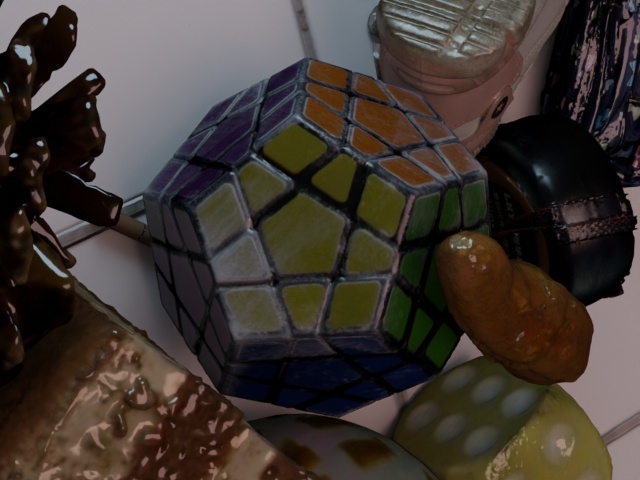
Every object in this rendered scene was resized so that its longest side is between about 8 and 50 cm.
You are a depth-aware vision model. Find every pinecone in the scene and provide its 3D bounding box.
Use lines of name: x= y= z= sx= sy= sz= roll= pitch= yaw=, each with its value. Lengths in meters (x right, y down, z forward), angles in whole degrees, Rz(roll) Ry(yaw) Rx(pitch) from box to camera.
pinecone: x=-0.324 y=-0.059 z=1.217 sx=0.397 sy=0.397 sz=0.398 roll=-8 pitch=104 yaw=-34

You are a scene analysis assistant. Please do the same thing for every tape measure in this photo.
tape measure: x=0.224 y=-0.026 z=1.714 sx=0.135 sy=0.223 sz=0.202 roll=-21 pitch=109 yaw=-22

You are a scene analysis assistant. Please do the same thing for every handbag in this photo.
handbag: x=0.317 y=-0.177 z=1.815 sx=0.162 sy=0.113 sz=0.260 roll=6 pitch=103 yaw=-29

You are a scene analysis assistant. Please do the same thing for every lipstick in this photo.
lipstick: x=-0.167 y=-0.009 z=1.566 sx=0.094 sy=0.019 sz=0.019 roll=27 pitch=84 yaw=-35

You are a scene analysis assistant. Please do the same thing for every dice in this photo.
dice: x=0.186 y=0.235 z=1.769 sx=0.166 sy=0.169 sz=0.169 roll=-43 pitch=121 yaw=-21

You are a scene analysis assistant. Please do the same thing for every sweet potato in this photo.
sweet potato: x=0.180 y=0.072 z=1.477 sx=0.095 sy=0.106 sz=0.354 roll=-28 pitch=159 yaw=14

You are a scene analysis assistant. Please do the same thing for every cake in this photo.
cake: x=-0.201 y=0.192 z=1.413 sx=0.290 sy=0.282 sz=0.256 roll=41 pitch=83 yaw=-38

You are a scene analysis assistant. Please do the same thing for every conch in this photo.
conch: x=0.046 y=0.300 z=1.655 sx=0.197 sy=0.249 sz=0.368 roll=-22 pitch=144 yaw=1

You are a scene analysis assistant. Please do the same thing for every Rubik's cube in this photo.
Rubik's cube: x=0.000 y=0.000 z=1.510 sx=0.319 sy=0.319 sz=0.264 roll=23 pitch=54 yaw=-36

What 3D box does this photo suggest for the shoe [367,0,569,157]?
shoe: x=0.150 y=-0.232 z=1.667 sx=0.351 sy=0.172 sz=0.198 roll=-50 pitch=162 yaw=-38
